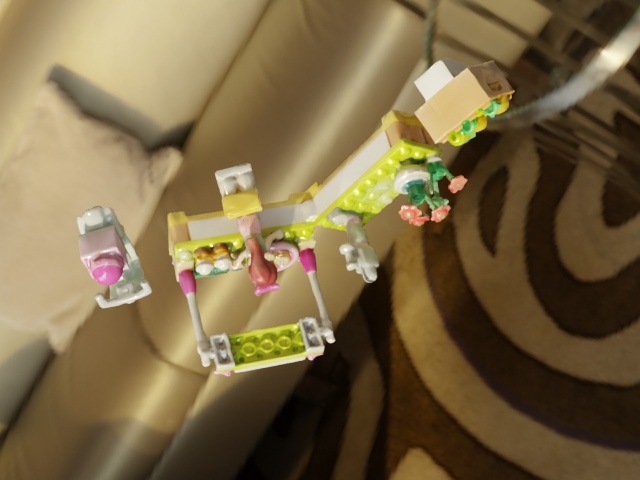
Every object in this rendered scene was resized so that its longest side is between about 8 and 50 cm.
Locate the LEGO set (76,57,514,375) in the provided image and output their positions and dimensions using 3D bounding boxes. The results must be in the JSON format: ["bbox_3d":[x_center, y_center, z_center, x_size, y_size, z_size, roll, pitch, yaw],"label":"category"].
[{"bbox_3d":[0.000,0.000,0.787,0.287,0.132,0.107,-21,60,8],"label":"LEGO set"}]
